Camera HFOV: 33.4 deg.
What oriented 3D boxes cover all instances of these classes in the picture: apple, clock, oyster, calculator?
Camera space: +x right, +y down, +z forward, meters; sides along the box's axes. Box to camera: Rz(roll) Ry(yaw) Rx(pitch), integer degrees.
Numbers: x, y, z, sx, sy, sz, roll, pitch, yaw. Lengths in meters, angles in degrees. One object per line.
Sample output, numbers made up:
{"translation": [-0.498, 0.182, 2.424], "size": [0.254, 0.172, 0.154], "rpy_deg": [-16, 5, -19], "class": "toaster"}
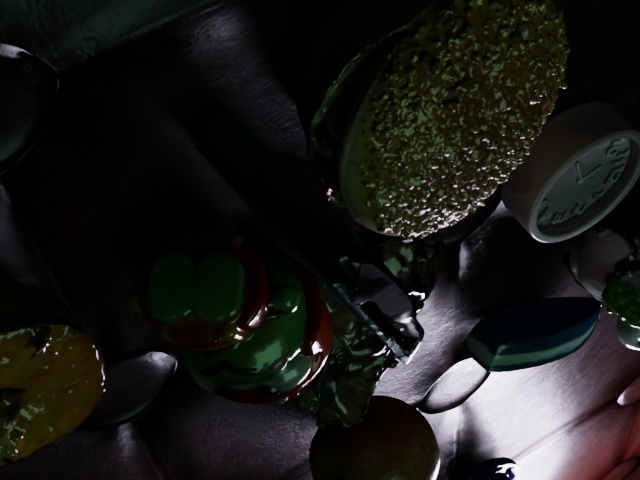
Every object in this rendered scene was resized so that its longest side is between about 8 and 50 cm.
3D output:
{"translation": [0.084, 0.329, 1.613], "size": [0.173, 0.188, 0.188], "rpy_deg": [-19, 144, -32], "class": "apple"}
{"translation": [0.341, -0.090, 1.434], "size": [0.196, 0.068, 0.197], "rpy_deg": [-24, 145, -18], "class": "clock"}
{"translation": [0.043, 0.138, 1.431], "size": [0.221, 0.096, 0.361], "rpy_deg": [5, 127, -37], "class": "oyster"}
{"translation": [0.000, 0.000, 1.075], "size": [0.058, 0.248, 0.274], "rpy_deg": [-43, 147, -2], "class": "calculator"}

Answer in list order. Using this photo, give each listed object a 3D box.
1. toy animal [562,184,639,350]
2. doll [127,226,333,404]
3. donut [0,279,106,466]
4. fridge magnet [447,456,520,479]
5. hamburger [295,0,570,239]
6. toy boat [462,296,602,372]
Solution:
{"translation": [0.504, 0.060, 1.595], "size": [0.212, 0.267, 0.213], "rpy_deg": [-21, 147, -14], "class": "toy animal"}
{"translation": [-0.079, 0.095, 1.192], "size": [0.182, 0.160, 0.363], "rpy_deg": [-7, 152, 13], "class": "doll"}
{"translation": [-0.341, 0.145, 1.063], "size": [0.253, 0.118, 0.253], "rpy_deg": [-27, 147, -19], "class": "donut"}
{"translation": [0.293, 0.532, 2.120], "size": [0.265, 0.113, 0.265], "rpy_deg": [-26, 145, -20], "class": "fridge magnet"}
{"translation": [0.118, -0.140, 1.073], "size": [0.302, 0.170, 0.302], "rpy_deg": [-25, 146, -18], "class": "hamburger"}
{"translation": [0.359, 0.141, 1.718], "size": [0.299, 0.096, 0.062], "rpy_deg": [-11, 130, -37], "class": "toy boat"}
